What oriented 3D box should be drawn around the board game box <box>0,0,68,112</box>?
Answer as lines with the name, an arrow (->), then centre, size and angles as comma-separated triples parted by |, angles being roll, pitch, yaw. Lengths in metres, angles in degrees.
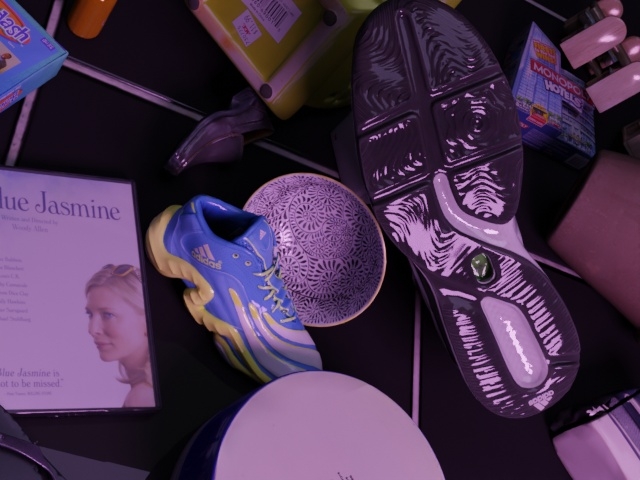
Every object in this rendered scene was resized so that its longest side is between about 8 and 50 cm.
board game box -> -0.379, -0.183, 0.959 | 0.160, 0.047, 0.210 | 45, 49, -4

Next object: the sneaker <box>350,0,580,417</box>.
sneaker -> 0.120, -0.041, 1.069 | 0.169, 0.257, 0.448 | -22, 104, -7

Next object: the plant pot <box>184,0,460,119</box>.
plant pot -> -0.008, -0.287, 1.132 | 0.228, 0.227, 0.207 | 52, 39, 5

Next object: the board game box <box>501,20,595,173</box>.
board game box -> 0.340, -0.224, 1.465 | 0.194, 0.060, 0.194 | 23, 55, -22

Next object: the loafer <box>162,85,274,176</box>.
loafer -> -0.109, -0.113, 1.096 | 0.061, 0.062, 0.170 | 49, 49, -5

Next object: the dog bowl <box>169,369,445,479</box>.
dog bowl -> -0.007, 0.261, 0.922 | 0.264, 0.104, 0.265 | 16, 56, -26

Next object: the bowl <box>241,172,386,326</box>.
bowl -> 0.000, 0.000, 1.058 | 0.170, 0.170, 0.080 | 49, 26, -1

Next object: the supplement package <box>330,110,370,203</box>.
supplement package -> 0.120, -0.108, 1.218 | 0.179, 0.105, 0.105 | 4, 63, -32

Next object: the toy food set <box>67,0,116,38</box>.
toy food set -> -0.257, -0.354, 1.101 | 0.111, 0.104, 0.232 | 24, 53, -21

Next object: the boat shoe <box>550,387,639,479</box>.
boat shoe -> 0.426, 0.327, 1.161 | 0.158, 0.127, 0.341 | -18, 75, -32

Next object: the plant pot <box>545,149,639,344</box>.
plant pot -> 0.436, -0.004, 1.303 | 0.229, 0.263, 0.263 | 31, 49, 6

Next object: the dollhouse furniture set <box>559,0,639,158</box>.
dollhouse furniture set -> 0.492, -0.264, 1.479 | 0.242, 0.161, 0.212 | 56, 24, -9

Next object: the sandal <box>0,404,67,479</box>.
sandal -> -0.262, 0.197, 0.802 | 0.254, 0.054, 0.097 | 39, 66, -10

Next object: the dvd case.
dvd case -> -0.250, 0.046, 0.934 | 0.180, 0.022, 0.253 | 4, 62, -32

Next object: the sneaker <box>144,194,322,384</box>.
sneaker -> -0.072, 0.050, 0.983 | 0.240, 0.126, 0.091 | 44, 49, -5
